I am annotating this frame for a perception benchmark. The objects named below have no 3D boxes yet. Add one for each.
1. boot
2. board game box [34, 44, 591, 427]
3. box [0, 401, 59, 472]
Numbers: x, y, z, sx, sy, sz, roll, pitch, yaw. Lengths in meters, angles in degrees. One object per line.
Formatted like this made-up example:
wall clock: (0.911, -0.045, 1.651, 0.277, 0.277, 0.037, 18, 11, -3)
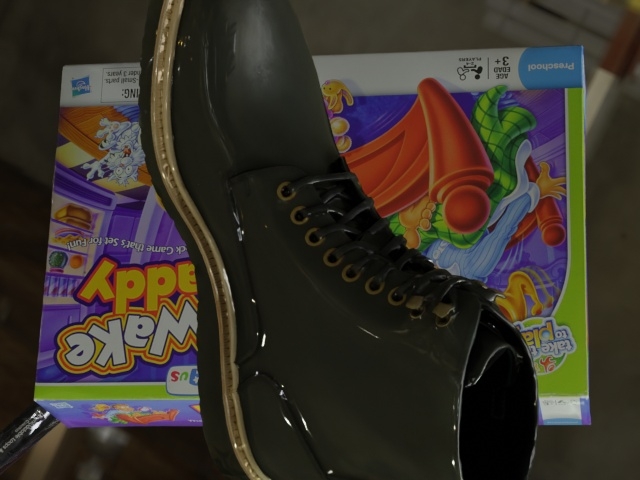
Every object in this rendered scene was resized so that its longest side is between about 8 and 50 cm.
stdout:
boot: (0.013, -0.005, 0.589, 0.077, 0.198, 0.137, -20, -167, -36)
board game box: (0.000, 0.000, 1.140, 0.347, 0.233, 0.078, -2, 161, 9)
box: (-0.273, 0.178, 1.630, 0.029, 0.162, 0.116, 48, -174, 1)
